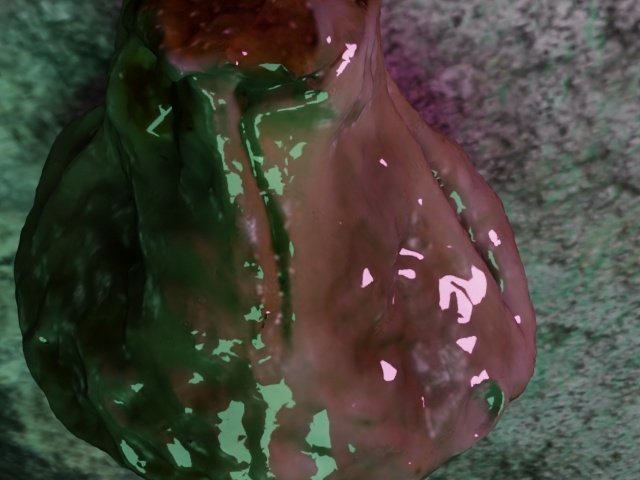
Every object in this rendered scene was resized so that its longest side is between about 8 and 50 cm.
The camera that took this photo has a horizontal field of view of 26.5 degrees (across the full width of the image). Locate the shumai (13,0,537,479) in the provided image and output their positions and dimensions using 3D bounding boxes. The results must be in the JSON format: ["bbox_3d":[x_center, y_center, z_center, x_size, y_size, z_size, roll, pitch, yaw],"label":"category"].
[{"bbox_3d":[0.000,0.000,0.607,0.260,0.225,0.222,31,145,-10],"label":"shumai"}]
